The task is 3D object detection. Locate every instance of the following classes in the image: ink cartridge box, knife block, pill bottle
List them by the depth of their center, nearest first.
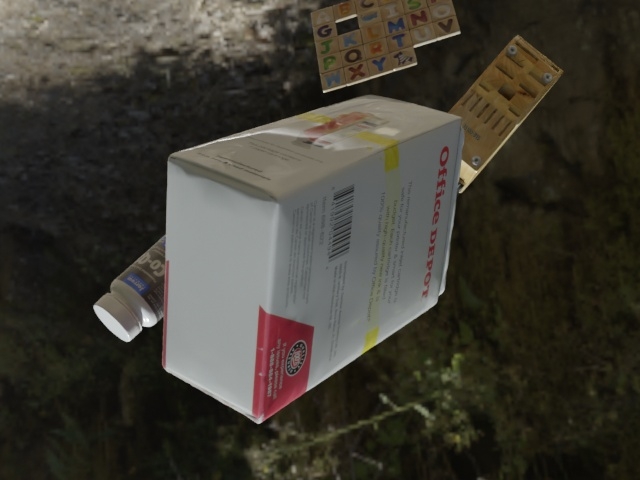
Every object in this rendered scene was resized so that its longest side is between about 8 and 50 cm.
[{"bbox_3d":[0.000,0.000,1.188,0.160,0.279,0.385,21,-151,32],"label":"ink cartridge box"},{"bbox_3d":[-0.221,0.062,1.261,0.137,0.078,0.078,-45,-175,-26],"label":"pill bottle"},{"bbox_3d":[0.224,-0.151,1.474,0.275,0.088,0.242,-49,175,-7],"label":"knife block"}]

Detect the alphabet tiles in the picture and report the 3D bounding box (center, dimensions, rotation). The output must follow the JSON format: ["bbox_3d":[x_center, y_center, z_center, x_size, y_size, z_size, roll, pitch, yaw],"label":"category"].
[{"bbox_3d":[0.106,-0.348,1.615,0.237,0.198,0.009,-16,141,10],"label":"alphabet tiles"}]
